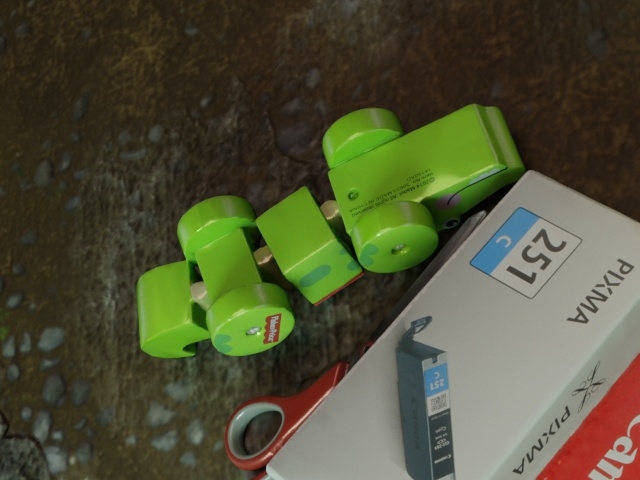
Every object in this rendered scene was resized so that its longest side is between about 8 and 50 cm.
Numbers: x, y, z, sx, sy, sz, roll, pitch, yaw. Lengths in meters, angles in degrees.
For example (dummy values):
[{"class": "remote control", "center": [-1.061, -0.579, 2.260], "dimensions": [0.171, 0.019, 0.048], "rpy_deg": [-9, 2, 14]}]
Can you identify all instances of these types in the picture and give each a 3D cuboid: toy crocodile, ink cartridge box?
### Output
[{"class": "toy crocodile", "center": [0.000, 0.000, 1.202], "dimensions": [0.340, 0.105, 0.115], "rpy_deg": [-29, 57, 10]}, {"class": "ink cartridge box", "center": [0.154, 0.121, 1.030], "dimensions": [0.261, 0.066, 0.296], "rpy_deg": [31, 72, 36]}]

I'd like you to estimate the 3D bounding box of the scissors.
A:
[{"class": "scissors", "center": [0.033, 0.105, 1.144], "dimensions": [0.297, 0.021, 0.109], "rpy_deg": [-41, 49, 22]}]
